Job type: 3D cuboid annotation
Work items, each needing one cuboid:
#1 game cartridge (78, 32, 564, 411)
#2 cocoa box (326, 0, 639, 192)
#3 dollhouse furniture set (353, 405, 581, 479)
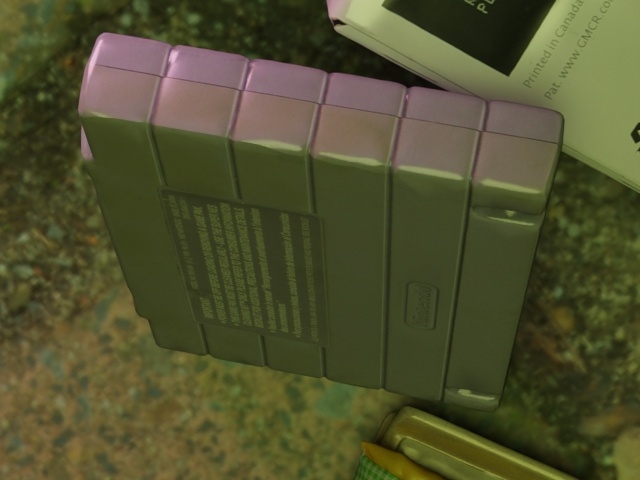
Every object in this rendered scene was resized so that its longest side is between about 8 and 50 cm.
[{"bbox_3d":[0.000,0.000,1.022,0.230,0.355,0.068,15,70,6],"label":"game cartridge"},{"bbox_3d":[0.180,-0.227,0.972,0.231,0.228,0.347,28,106,-10],"label":"cocoa box"},{"bbox_3d":[0.136,0.239,1.118,0.302,0.151,0.197,23,86,2],"label":"dollhouse furniture set"}]
